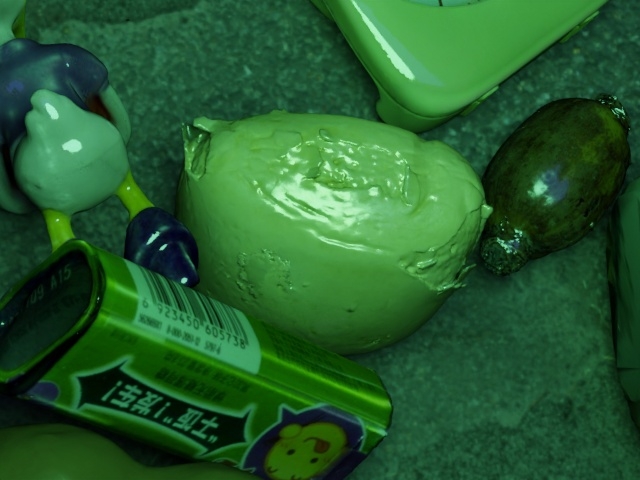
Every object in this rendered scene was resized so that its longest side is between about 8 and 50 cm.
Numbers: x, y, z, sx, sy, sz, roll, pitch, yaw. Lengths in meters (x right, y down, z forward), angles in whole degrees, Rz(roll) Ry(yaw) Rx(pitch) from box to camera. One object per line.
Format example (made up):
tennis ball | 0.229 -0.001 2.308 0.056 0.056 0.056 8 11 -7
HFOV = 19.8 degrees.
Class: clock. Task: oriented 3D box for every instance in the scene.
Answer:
clock | 0.094 -0.302 1.715 0.286 0.117 0.348 -36 88 -19

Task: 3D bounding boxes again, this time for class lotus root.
lotus root | 0.208 -0.053 1.689 0.120 0.120 0.209 40 70 -4

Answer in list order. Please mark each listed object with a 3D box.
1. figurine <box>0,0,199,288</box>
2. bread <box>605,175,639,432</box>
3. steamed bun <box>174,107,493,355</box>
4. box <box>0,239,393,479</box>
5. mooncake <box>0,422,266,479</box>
figurine | -0.245 -0.112 1.537 0.154 0.193 0.421 -27 69 -9
bread | 0.392 0.086 1.644 0.264 0.239 0.395 -1 81 -19
steamed bun | 0.000 0.000 1.565 0.273 0.232 0.166 9 70 -12
box | -0.100 0.110 1.483 0.345 0.134 0.097 26 27 -42
mooncake | -0.194 0.370 1.417 0.467 0.262 0.467 3 76 -12
